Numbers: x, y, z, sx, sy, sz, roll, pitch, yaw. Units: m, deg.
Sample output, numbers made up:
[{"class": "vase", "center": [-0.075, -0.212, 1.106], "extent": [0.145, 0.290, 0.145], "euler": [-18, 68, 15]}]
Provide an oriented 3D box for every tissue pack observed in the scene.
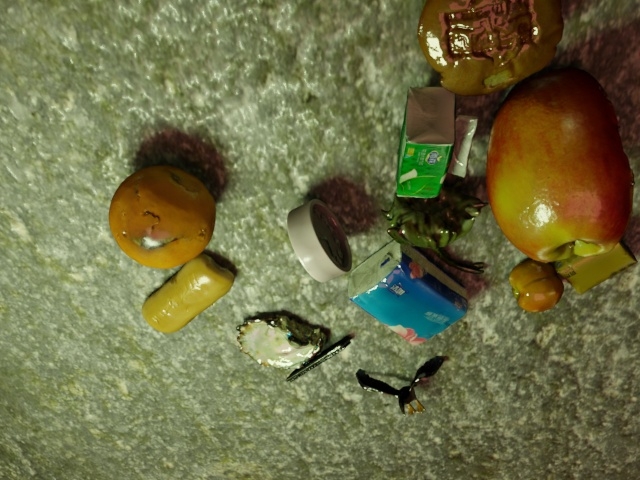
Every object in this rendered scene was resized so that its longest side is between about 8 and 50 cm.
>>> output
[{"class": "tissue pack", "center": [0.233, 0.142, 1.683], "extent": [0.270, 0.137, 0.209], "euler": [38, 120, -24]}, {"class": "tissue pack", "center": [0.696, 0.049, 1.617], "extent": [0.169, 0.082, 0.120], "euler": [-37, 118, 28]}, {"class": "tissue pack", "center": [0.246, -0.203, 1.347], "extent": [0.156, 0.148, 0.209], "euler": [2, 153, 3]}]

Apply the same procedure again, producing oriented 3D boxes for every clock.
[{"class": "clock", "center": [0.000, 0.000, 1.539], "extent": [0.068, 0.196, 0.197], "euler": [-26, 124, 21]}]

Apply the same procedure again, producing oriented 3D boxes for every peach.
[{"class": "peach", "center": [0.564, 0.117, 1.651], "extent": [0.138, 0.138, 0.138], "euler": [1, 129, 2]}, {"class": "peach", "center": [0.475, -0.165, 1.316], "extent": [0.243, 0.380, 0.306], "euler": [-2, 155, 3]}]

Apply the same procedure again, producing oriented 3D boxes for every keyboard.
[{"class": "keyboard", "center": [-0.004, 0.358, 1.905], "extent": [0.230, 0.094, 0.025], "euler": [-36, 86, 24]}]

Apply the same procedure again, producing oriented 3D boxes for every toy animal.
[{"class": "toy animal", "center": [0.270, 0.470, 1.929], "extent": [0.273, 0.197, 0.160], "euler": [-23, 128, 15]}]

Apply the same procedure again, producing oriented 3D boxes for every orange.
[{"class": "orange", "center": [-0.366, -0.055, 1.484], "extent": [0.246, 0.246, 0.246], "euler": [1, 129, 2]}]

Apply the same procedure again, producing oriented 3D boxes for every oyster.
[{"class": "oyster", "center": [-0.115, 0.295, 1.865], "extent": [0.260, 0.092, 0.198], "euler": [1, 130, 14]}]

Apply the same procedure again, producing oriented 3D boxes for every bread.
[{"class": "bread", "center": [-0.374, 0.159, 1.763], "extent": [0.142, 0.091, 0.305], "euler": [40, 121, -20]}, {"class": "bread", "center": [0.318, -0.413, 1.213], "extent": [0.270, 0.148, 0.269], "euler": [2, 130, 2]}]

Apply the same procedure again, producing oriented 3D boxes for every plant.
[{"class": "plant", "center": [0.283, 0.012, 1.562], "extent": [0.251, 0.180, 0.333], "euler": [1, 134, 16]}]
